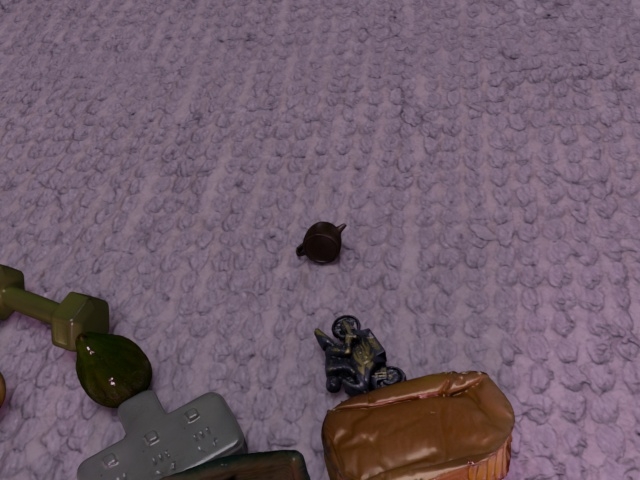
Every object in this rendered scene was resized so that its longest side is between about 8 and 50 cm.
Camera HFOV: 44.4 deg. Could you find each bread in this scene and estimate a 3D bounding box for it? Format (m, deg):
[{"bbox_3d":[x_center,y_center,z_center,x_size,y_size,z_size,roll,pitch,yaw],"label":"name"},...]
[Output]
[{"bbox_3d":[0.153,0.318,1.174,0.288,0.156,0.204,-20,38,-6],"label":"bread"}]

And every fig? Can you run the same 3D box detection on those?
[{"bbox_3d":[-0.368,0.212,1.366,0.123,0.156,0.123,-8,40,7],"label":"fig"}]

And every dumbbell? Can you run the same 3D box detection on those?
[{"bbox_3d":[-0.549,0.128,1.513,0.302,0.121,0.108,16,23,24],"label":"dumbbell"}]

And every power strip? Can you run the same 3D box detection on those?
[{"bbox_3d":[-0.272,0.337,1.295,0.265,0.059,0.194,-27,48,-15],"label":"power strip"}]

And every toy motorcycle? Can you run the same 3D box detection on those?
[{"bbox_3d":[0.053,0.212,1.355,0.124,0.061,0.193,-30,50,-15],"label":"toy motorcycle"}]

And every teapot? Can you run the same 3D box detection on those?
[{"bbox_3d":[0.000,0.000,1.565,0.121,0.076,0.068,-26,28,27],"label":"teapot"}]

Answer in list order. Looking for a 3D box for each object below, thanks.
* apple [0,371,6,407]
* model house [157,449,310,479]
[{"bbox_3d":[-0.620,0.274,1.390,0.126,0.102,0.126,-9,41,8],"label":"apple"},{"bbox_3d":[-0.108,0.471,0.925,0.334,0.342,0.382,-12,86,2],"label":"model house"}]
